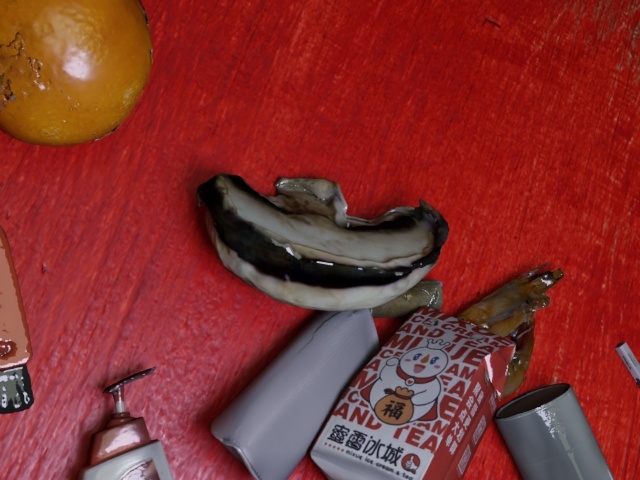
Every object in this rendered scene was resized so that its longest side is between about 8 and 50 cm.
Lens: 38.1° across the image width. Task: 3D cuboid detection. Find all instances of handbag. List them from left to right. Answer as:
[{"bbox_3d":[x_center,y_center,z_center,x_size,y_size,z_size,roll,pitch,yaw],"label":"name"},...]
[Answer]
[{"bbox_3d":[0.132,0.223,1.260,0.298,0.171,0.151,-59,146,-24],"label":"handbag"}]

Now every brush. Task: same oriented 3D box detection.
[{"bbox_3d":[-0.408,0.053,1.142,0.070,0.051,0.323,-11,82,-24],"label":"brush"}]

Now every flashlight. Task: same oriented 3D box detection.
[{"bbox_3d":[0.522,0.209,1.545,0.018,0.018,0.083,-33,92,-27],"label":"flashlight"}]

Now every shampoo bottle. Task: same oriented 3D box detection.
[{"bbox_3d":[-0.231,0.304,1.150,0.153,0.071,0.284,-4,81,-27],"label":"shampoo bottle"}]

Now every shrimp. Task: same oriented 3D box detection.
[{"bbox_3d":[0.296,0.145,1.434,0.287,0.063,0.152,-32,94,-24],"label":"shrimp"}]

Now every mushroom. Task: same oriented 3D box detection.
[{"bbox_3d":[0.000,0.002,1.287,0.344,0.129,0.247,4,32,-23],"label":"mushroom"}]

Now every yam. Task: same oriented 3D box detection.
[{"bbox_3d":[0.121,0.087,1.374,0.132,0.054,0.054,-3,79,-25],"label":"yam"}]

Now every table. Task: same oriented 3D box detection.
[{"bbox_3d":[0.361,0.337,1.381,0.126,0.126,0.219,-24,88,-27],"label":"table"}]

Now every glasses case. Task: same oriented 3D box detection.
[{"bbox_3d":[-0.026,0.207,1.255,0.308,0.083,0.128,-44,116,-39],"label":"glasses case"}]

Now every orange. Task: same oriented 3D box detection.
[{"bbox_3d":[-0.327,-0.237,1.141,0.246,0.246,0.246,6,75,-23],"label":"orange"}]
